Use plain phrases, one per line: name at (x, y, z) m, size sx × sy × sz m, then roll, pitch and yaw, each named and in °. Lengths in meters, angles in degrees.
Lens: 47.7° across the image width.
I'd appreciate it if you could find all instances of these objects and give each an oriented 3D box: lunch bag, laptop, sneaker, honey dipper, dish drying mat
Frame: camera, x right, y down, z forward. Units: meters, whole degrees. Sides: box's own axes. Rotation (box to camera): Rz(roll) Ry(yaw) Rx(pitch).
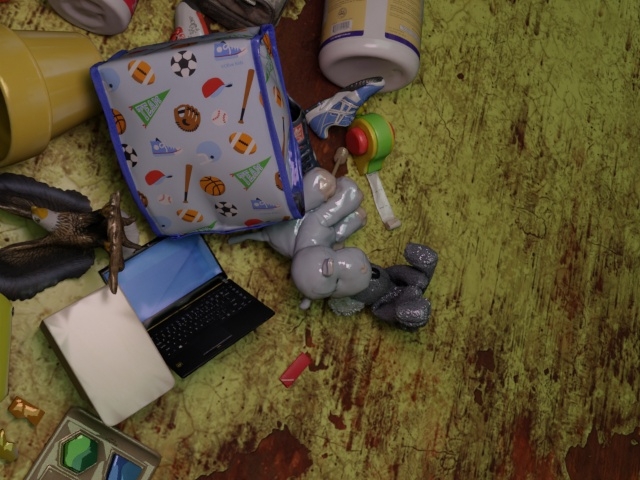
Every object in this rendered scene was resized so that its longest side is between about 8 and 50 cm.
lunch bag at (-0.124, -0.622, 1.572) m, size 0.212 × 0.256 × 0.305 m, roll 28°, pitch 82°, yaw -25°
laptop at (-0.270, 0.108, 1.472) m, size 0.234 × 0.264 × 0.136 m, roll -34°, pitch 133°, yaw -26°
sneaker at (0.064, -0.315, 1.697) m, size 0.081 × 0.211 × 0.080 m, roll 61°, pitch 21°, yaw -4°
honey dipper at (0.037, -0.168, 1.688) m, size 0.030 × 0.030 × 0.161 m, roll 40°, pitch 34°, yaw -15°
dish drying mat at (-0.056, 0.290, 1.621) m, size 0.032 × 0.008 × 0.083 m, roll 49°, pitch 65°, yaw -10°
sneaker at (-0.065, -0.210, 1.622) m, size 0.131 × 0.148 × 0.350 m, roll -36°, pitch 98°, yaw -27°
sneaker at (-0.310, -0.387, 1.563) m, size 0.145 × 0.090 × 0.270 m, roll -15°, pitch 91°, yaw -30°
lunch bag at (-0.217, -0.198, 1.421) m, size 0.328 × 0.239 × 0.385 m, roll -8°, pitch 113°, yaw 10°

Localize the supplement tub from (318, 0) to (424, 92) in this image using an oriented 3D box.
supplement tub at (0.126, -0.546, 1.724) m, size 0.241 × 0.241 × 0.331 m, roll 12°, pitch 76°, yaw -24°

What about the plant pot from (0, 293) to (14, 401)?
plant pot at (-0.647, 0.185, 1.229) m, size 0.207 × 0.228 × 0.227 m, roll 6°, pitch 78°, yaw -32°

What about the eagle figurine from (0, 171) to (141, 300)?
eagle figurine at (-0.508, -0.018, 1.367) m, size 0.226 × 0.298 × 0.225 m, roll -78°, pitch 160°, yaw -52°

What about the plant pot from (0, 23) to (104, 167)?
plant pot at (-0.541, -0.288, 1.359) m, size 0.239 × 0.254 × 0.254 m, roll -29°, pitch 95°, yaw -43°

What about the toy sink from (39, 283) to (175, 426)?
toy sink at (-0.409, 0.220, 1.389) m, size 0.153 × 0.131 × 0.234 m, roll -32°, pitch 91°, yaw -27°

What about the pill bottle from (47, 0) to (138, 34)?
pill bottle at (-0.429, -0.603, 1.492) m, size 0.176 × 0.176 × 0.318 m, roll 23°, pitch 72°, yaw -21°

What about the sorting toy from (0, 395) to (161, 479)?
sorting toy at (-0.481, 0.438, 1.365) m, size 0.307 × 0.041 × 0.229 m, roll 36°, pitch 67°, yaw -17°

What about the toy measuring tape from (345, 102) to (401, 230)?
toy measuring tape at (0.143, -0.189, 1.743) m, size 0.121 × 0.121 × 0.330 m, roll -21°, pitch 91°, yaw -28°

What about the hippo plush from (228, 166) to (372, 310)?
hippo plush at (0.000, 0.000, 1.528) m, size 0.294 × 0.234 × 0.236 m, roll 5°, pitch 38°, yaw -29°

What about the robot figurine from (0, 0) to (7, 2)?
robot figurine at (-0.616, -0.535, 1.362) m, size 0.158 × 0.219 × 0.128 m, roll -44°, pitch 102°, yaw -25°

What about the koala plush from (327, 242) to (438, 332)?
koala plush at (0.134, 0.111, 1.675) m, size 0.221 × 0.203 × 0.196 m, roll 12°, pitch 66°, yaw -3°
